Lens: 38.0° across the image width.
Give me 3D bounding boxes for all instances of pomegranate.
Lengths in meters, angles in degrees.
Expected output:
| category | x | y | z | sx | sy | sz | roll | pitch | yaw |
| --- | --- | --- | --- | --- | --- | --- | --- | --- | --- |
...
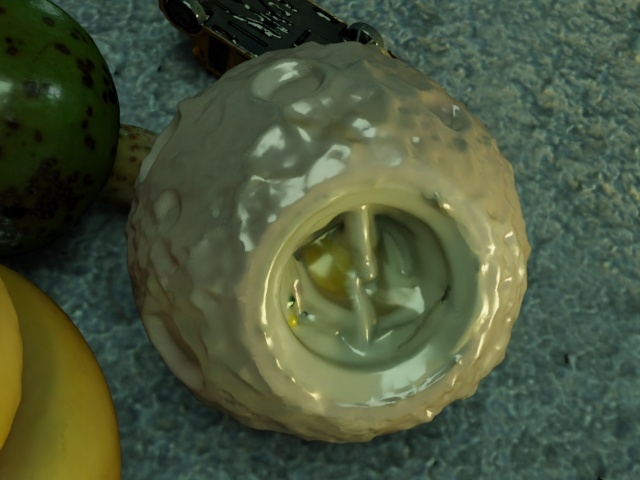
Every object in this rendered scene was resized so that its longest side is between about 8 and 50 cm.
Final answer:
| category | x | y | z | sx | sy | sz | roll | pitch | yaw |
| --- | --- | --- | --- | --- | --- | --- | --- | --- | --- |
| pomegranate | -0.205 | -0.074 | 0.659 | 0.248 | 0.202 | 0.202 | 16 | 59 | -30 |

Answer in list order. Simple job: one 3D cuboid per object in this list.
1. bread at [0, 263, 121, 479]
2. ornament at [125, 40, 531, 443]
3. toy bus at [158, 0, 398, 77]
| category | x | y | z | sx | sy | sz | roll | pitch | yaw |
| --- | --- | --- | --- | --- | --- | --- | --- | --- | --- |
| bread | -0.326 | 0.115 | 0.478 | 0.424 | 0.245 | 0.328 | 5 | 64 | 15 |
| ornament | 0.000 | 0.000 | 0.607 | 0.260 | 0.225 | 0.259 | -4 | 107 | -14 |
| toy bus | -0.040 | -0.160 | 0.772 | 0.194 | 0.088 | 0.083 | 34 | 63 | 7 |
